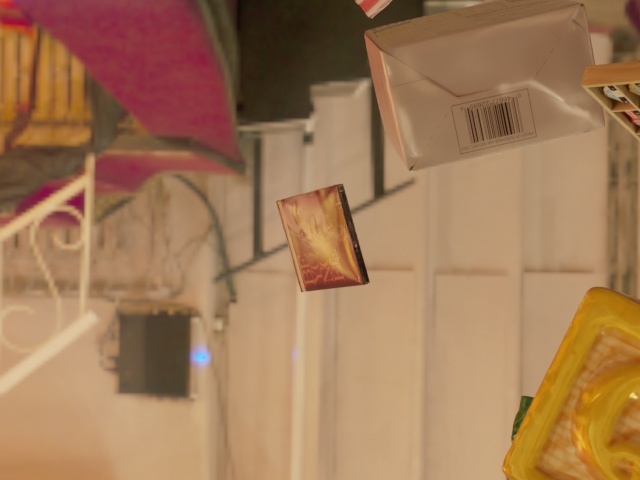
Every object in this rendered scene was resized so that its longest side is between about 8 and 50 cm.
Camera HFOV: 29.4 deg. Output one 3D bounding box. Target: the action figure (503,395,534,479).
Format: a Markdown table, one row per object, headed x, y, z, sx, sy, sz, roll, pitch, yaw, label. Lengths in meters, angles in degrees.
| x | y | z | sx | sy | sz | roll | pitch | yaw | label |
| --- | --- | --- | --- | --- | --- | --- | --- | --- | --- |
| 0.343 | 0.274 | 1.691 | 0.063 | 0.137 | 0.232 | 13 | 164 | -21 | action figure |

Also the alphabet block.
| x | y | z | sx | sy | sz | roll | pitch | yaw | label |
| --- | --- | --- | --- | --- | --- | --- | --- | --- | --- |
| 0.304 | 0.166 | 1.087 | 0.193 | 0.192 | 0.197 | 26 | -176 | 24 | alphabet block |

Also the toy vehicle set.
| x | y | z | sx | sy | sz | roll | pitch | yaw | label |
| --- | --- | --- | --- | --- | --- | --- | --- | --- | --- |
| 0.550 | -0.205 | 1.922 | 0.166 | 0.035 | 0.267 | 0 | 158 | 43 | toy vehicle set |

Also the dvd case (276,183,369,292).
| x | y | z | sx | sy | sz | roll | pitch | yaw | label |
| --- | --- | --- | --- | --- | --- | --- | --- | --- | --- |
| 0.000 | 0.000 | 2.009 | 0.018 | 0.164 | 0.221 | -17 | -177 | -27 | dvd case |

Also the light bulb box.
| x | y | z | sx | sy | sz | roll | pitch | yaw | label |
| --- | --- | --- | --- | --- | --- | --- | --- | --- | --- |
| 0.282 | -0.297 | 2.211 | 0.358 | 0.225 | 0.361 | -12 | -166 | 1 | light bulb box |

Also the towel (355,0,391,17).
| x | y | z | sx | sy | sz | roll | pitch | yaw | label |
| --- | --- | --- | --- | --- | --- | --- | --- | --- | --- |
| 0.066 | -0.461 | 1.878 | 0.144 | 0.197 | 0.029 | -40 | 177 | 37 | towel |
